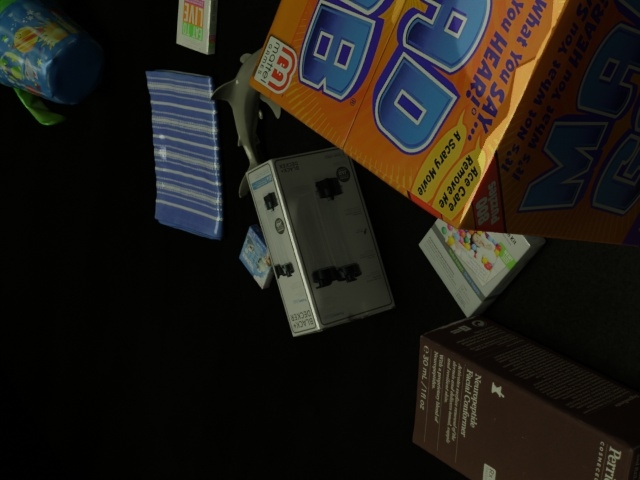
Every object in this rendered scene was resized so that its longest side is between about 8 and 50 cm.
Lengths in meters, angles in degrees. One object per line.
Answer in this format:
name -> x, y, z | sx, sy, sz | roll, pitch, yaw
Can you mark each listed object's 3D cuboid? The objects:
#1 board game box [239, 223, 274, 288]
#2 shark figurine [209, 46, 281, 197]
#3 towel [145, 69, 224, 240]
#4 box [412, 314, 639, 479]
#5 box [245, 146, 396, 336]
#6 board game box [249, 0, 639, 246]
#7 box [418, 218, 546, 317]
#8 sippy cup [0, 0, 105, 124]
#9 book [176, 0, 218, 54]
board game box -> -0.118, 0.032, 2.086 | 0.090, 0.020, 0.090 | 50, 139, 30
shark figurine -> -0.145, -0.234, 1.956 | 0.166, 0.116, 0.278 | 33, 125, 45
towel -> -0.281, -0.178, 2.217 | 0.243, 0.040, 0.335 | 17, 115, 49
box -> 0.306, 0.268, 1.501 | 0.381, 0.143, 0.191 | 24, 120, 45
box -> 0.000, 0.000, 1.791 | 0.087, 0.169, 0.289 | -21, 85, 54
board game box -> 0.211, -0.237, 1.190 | 0.356, 0.357, 0.356 | 39, 113, 39
box -> 0.234, 0.004, 1.589 | 0.145, 0.038, 0.186 | 58, 140, 23
sippy cup -> -0.618, -0.423, 2.447 | 0.224, 0.240, 0.305 | 31, 165, 31
book -> -0.233, -0.440, 2.071 | 0.096, 0.035, 0.144 | 28, 122, 41
